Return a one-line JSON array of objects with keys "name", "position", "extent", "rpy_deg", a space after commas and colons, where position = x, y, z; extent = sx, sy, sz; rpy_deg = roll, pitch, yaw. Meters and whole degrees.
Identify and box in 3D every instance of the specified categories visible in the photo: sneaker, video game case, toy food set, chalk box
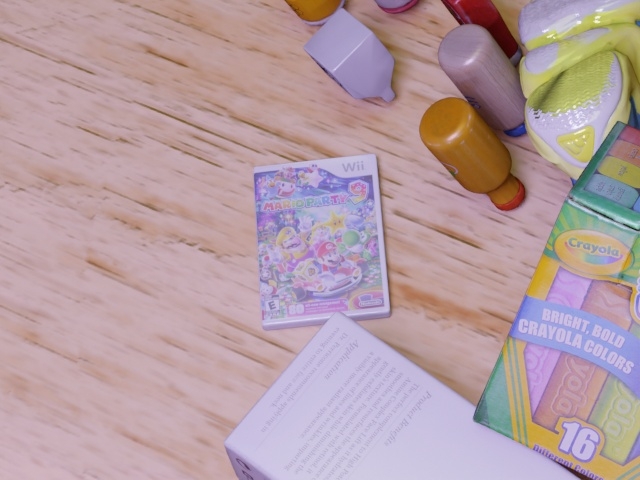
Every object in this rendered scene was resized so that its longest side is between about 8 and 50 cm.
[{"name": "sneaker", "position": [0.189, -0.096, 1.246], "extent": [0.091, 0.126, 0.240], "rpy_deg": [-13, 31, 25]}, {"name": "video game case", "position": [0.000, 0.000, 1.255], "extent": [0.087, 0.011, 0.122], "rpy_deg": [-7, 63, 5]}, {"name": "toy food set", "position": [0.074, -0.126, 1.281], "extent": [0.111, 0.104, 0.232], "rpy_deg": [-46, 48, 0]}, {"name": "chalk box", "position": [0.196, 0.023, 1.081], "extent": [0.132, 0.213, 0.132], "rpy_deg": [25, 28, 12]}]

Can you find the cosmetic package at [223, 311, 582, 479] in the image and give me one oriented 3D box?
[{"name": "cosmetic package", "position": [0.066, 0.158, 1.128], "extent": [0.231, 0.085, 0.117], "rpy_deg": [36, 73, 20]}]
